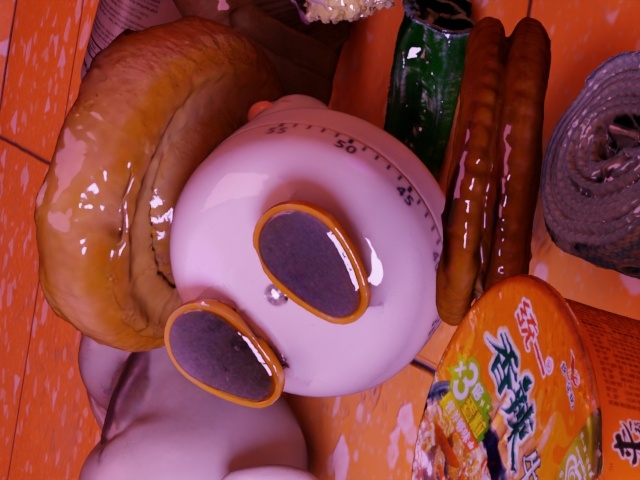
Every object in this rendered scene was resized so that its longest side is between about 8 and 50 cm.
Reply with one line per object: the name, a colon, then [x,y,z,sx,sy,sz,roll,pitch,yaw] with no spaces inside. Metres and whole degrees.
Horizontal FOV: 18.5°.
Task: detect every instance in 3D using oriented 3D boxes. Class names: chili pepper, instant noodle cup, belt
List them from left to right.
chili pepper: [0.075,-0.090,1.626,0.088,0.059,0.226,-109,29,-59]
instant noodle cup: [0.174,0.142,1.090,0.230,0.182,0.230,-173,90,-69]
belt: [0.207,-0.044,1.213,0.147,0.082,0.163,-60,23,25]

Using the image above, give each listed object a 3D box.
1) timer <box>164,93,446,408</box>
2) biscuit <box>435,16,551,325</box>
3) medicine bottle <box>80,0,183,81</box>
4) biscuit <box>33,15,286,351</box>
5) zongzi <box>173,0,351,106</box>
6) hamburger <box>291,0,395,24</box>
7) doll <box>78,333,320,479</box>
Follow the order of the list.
timer: [0.000,0.000,1.572,0.240,0.233,0.233,-48,-16,-55]
biscuit: [0.119,-0.047,1.359,0.220,0.066,0.220,6,-90,-84]
medicine bottle: [-0.174,-0.227,2.173,0.157,0.157,0.288,-115,38,-55]
biscuit: [-0.122,-0.044,1.671,0.102,0.296,0.296,22,108,26]
zongzi: [-0.167,-0.298,1.944,0.500,0.218,0.466,13,94,47]
hamburger: [0.041,-0.278,1.611,0.243,0.139,0.261,-49,9,26]
doll: [-0.125,0.160,1.837,0.226,0.215,0.370,-33,45,13]
